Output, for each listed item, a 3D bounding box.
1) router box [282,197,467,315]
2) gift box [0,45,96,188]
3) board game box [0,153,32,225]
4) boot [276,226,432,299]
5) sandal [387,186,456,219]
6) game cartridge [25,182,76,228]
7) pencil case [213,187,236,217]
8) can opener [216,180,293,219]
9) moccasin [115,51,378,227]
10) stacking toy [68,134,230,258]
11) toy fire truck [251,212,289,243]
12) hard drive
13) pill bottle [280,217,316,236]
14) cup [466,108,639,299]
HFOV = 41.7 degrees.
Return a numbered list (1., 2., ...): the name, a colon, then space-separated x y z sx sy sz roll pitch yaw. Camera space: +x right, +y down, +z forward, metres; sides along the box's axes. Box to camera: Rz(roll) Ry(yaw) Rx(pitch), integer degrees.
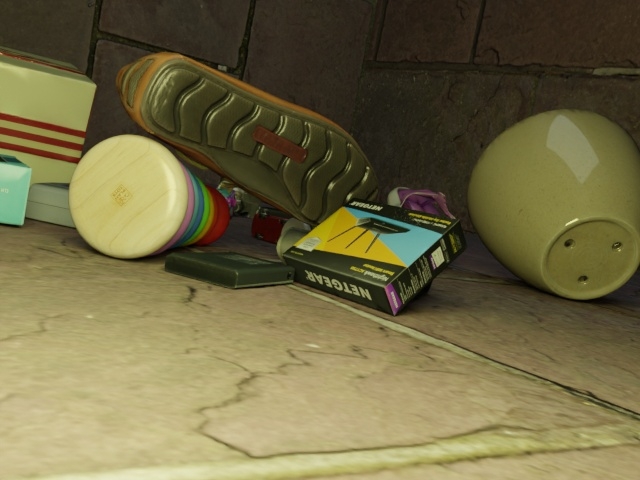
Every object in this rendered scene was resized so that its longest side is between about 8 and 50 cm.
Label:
1. router box: 0.062 0.013 0.989 0.133 0.046 0.179 -40 33 -28
2. gift box: -0.552 -0.200 1.408 0.258 0.255 0.276 10 10 -32
3. board game box: -0.564 -0.093 1.085 0.336 0.079 0.254 9 5 -25
4. boot: 0.042 0.020 1.120 0.208 0.076 0.189 18 -6 14
5. sandal: 0.205 -0.035 1.567 0.169 0.102 0.416 47 17 -3
6. game cartridge: -0.309 -0.048 1.291 0.198 0.062 0.297 16 6 11
7. pencil case: -0.260 -0.091 1.828 0.151 0.065 0.070 9 -11 -10
8. can opener: -0.127 -0.086 2.006 0.283 0.076 0.095 10 5 -25
9. moccasin: -0.082 -0.115 1.057 0.380 0.139 0.147 18 7 -34
10. stacking toy: -0.197 -0.039 1.095 0.141 0.141 0.330 11 -2 9
11. toy fire truck: -0.017 -0.008 1.488 0.135 0.047 0.192 7 5 -43
12. hard drive: -0.101 0.032 0.962 0.094 0.022 0.135 13 5 25
13. pill bottle: 0.000 0.000 1.313 0.116 0.065 0.065 5 7 -43
14. cup: 0.440 -0.033 1.473 0.331 0.331 0.237 10 31 -7
